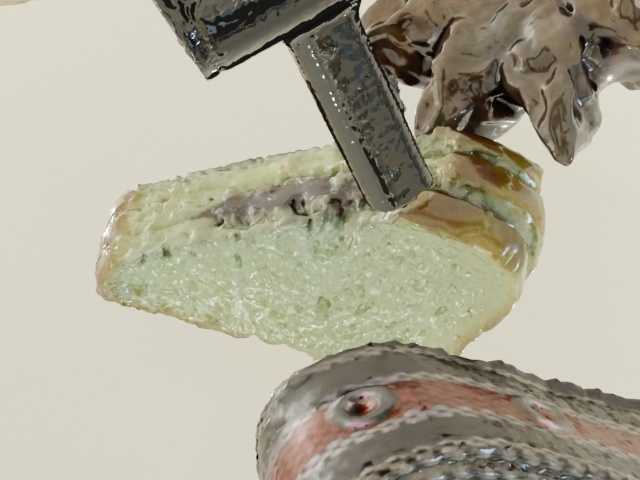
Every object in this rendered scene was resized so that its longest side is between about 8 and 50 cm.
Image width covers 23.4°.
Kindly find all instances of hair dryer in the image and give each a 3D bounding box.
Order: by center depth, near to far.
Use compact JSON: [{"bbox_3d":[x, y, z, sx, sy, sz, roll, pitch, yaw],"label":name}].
[{"bbox_3d":[0.017,-0.115,0.907,0.197,0.251,0.089,-30,-135,-7],"label":"hair dryer"}]

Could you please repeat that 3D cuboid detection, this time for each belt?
[{"bbox_3d":[0.148,0.105,0.596,0.359,0.126,0.094,9,-152,-23],"label":"belt"}]

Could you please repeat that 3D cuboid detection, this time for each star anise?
[{"bbox_3d":[0.171,-0.172,1.120,0.108,0.315,0.315,55,-134,-41],"label":"star anise"}]

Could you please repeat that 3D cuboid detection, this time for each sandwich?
[{"bbox_3d":[0.001,-0.004,1.118,0.288,0.254,0.099,20,-126,-11],"label":"sandwich"}]

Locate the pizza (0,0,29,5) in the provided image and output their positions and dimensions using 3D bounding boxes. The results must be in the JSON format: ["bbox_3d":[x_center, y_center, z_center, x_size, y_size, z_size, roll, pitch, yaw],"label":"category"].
[{"bbox_3d":[-0.053,-0.167,0.462,0.278,0.114,0.409,28,-141,19],"label":"pizza"}]
